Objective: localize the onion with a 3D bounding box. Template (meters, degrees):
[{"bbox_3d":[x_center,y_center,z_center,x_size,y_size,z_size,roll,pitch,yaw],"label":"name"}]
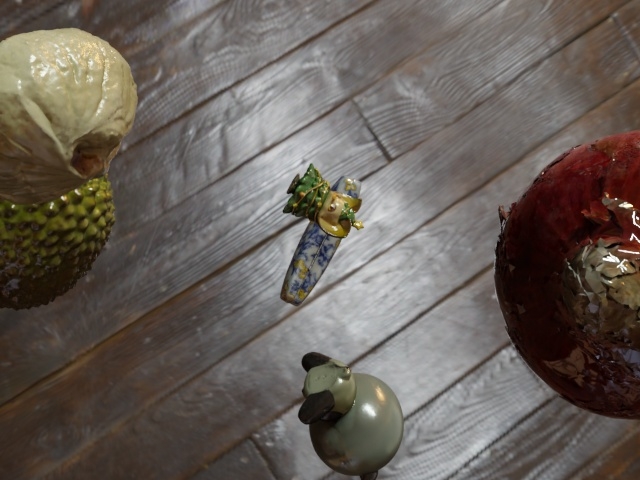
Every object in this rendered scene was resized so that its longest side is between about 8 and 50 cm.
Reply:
[{"bbox_3d":[0.176,0.022,0.609,0.147,0.184,0.184,-1,82,-53],"label":"onion"}]

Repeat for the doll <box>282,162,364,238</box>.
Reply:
[{"bbox_3d":[0.000,-0.041,1.378,0.113,0.076,0.078,42,46,-19],"label":"doll"}]

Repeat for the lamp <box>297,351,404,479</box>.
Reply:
[{"bbox_3d":[0.051,0.322,1.894,0.198,0.197,0.244,-49,128,-14],"label":"lamp"}]

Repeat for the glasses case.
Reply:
[{"bbox_3d":[0.000,0.000,1.798,0.065,0.087,0.248,28,84,-10],"label":"glasses case"}]

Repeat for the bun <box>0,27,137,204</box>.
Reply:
[{"bbox_3d":[-0.294,-0.122,1.134,0.220,0.220,0.134,-34,65,-15],"label":"bun"}]

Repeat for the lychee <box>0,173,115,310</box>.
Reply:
[{"bbox_3d":[-0.440,-0.027,1.477,0.269,0.320,0.270,3,85,-40],"label":"lychee"}]
